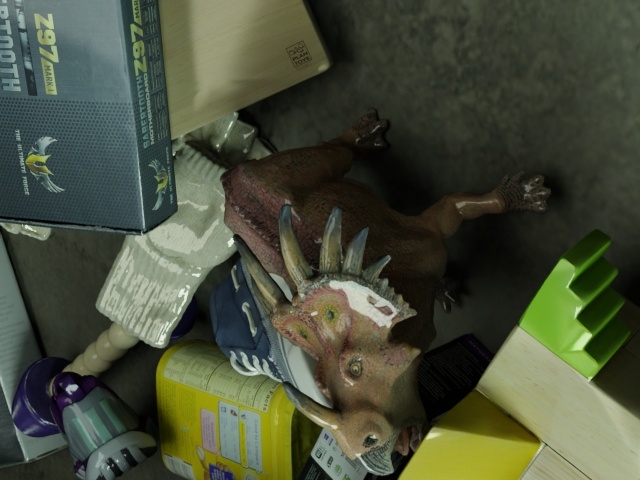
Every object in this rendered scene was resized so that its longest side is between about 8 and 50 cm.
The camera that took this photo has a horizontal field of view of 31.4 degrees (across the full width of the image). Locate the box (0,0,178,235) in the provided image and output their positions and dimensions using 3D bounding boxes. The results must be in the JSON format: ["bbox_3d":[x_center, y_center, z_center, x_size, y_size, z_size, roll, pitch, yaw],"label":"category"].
[{"bbox_3d":[-0.202,-0.126,0.811,0.183,0.059,0.232,6,113,20],"label":"box"}]

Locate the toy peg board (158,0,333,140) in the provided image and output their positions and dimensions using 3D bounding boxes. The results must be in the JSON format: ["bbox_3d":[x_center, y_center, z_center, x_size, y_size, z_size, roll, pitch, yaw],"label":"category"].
[{"bbox_3d":[-0.086,-0.175,0.837,0.161,0.079,0.160,-21,101,19],"label":"toy peg board"}]

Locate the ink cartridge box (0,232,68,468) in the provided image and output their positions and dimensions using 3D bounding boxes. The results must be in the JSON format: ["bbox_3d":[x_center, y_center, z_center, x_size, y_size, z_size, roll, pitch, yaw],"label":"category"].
[{"bbox_3d":[-0.422,0.113,1.272,0.304,0.072,0.307,-22,88,46],"label":"ink cartridge box"}]

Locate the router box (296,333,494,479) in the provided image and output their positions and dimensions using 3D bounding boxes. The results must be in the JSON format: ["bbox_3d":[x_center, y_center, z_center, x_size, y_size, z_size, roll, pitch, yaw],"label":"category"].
[{"bbox_3d":[0.041,0.157,0.778,0.046,0.133,0.179,44,128,27],"label":"router box"}]

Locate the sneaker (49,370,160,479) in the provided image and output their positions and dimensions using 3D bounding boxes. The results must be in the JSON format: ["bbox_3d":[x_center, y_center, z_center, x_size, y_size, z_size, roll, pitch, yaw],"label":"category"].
[{"bbox_3d":[-0.195,0.154,1.002,0.098,0.083,0.224,58,162,0],"label":"sneaker"}]

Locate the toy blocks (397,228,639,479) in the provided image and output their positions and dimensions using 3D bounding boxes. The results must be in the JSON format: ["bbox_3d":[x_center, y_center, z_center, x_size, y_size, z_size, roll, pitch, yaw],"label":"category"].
[{"bbox_3d":[0.170,0.212,0.660,0.261,0.191,0.381,38,126,17],"label":"toy blocks"}]

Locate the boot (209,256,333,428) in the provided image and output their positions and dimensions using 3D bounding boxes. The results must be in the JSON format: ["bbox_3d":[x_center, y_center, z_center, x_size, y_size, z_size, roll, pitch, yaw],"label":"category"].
[{"bbox_3d":[-0.027,0.081,0.835,0.086,0.069,0.190,-48,39,25],"label":"boot"}]

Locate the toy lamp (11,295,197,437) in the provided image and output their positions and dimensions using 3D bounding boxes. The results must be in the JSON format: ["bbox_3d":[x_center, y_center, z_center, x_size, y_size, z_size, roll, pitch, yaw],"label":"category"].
[{"bbox_3d":[-0.211,0.114,1.059,0.275,0.080,0.080,-37,75,41],"label":"toy lamp"}]

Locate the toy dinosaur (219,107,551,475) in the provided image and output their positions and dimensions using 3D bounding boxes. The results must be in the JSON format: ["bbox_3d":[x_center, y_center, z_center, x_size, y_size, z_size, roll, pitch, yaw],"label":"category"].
[{"bbox_3d":[0.000,0.000,0.719,0.296,0.200,0.127,33,125,43],"label":"toy dinosaur"}]

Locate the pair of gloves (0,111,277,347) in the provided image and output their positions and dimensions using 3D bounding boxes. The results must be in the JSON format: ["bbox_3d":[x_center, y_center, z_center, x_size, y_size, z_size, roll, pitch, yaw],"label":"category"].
[{"bbox_3d":[-0.166,-0.054,0.914,0.240,0.042,0.204,39,104,11],"label":"pair of gloves"}]

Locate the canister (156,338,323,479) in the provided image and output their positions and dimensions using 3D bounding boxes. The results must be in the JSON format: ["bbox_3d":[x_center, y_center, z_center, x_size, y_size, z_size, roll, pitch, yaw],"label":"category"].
[{"bbox_3d":[-0.055,0.152,0.916,0.170,0.073,0.126,11,108,44],"label":"canister"}]
